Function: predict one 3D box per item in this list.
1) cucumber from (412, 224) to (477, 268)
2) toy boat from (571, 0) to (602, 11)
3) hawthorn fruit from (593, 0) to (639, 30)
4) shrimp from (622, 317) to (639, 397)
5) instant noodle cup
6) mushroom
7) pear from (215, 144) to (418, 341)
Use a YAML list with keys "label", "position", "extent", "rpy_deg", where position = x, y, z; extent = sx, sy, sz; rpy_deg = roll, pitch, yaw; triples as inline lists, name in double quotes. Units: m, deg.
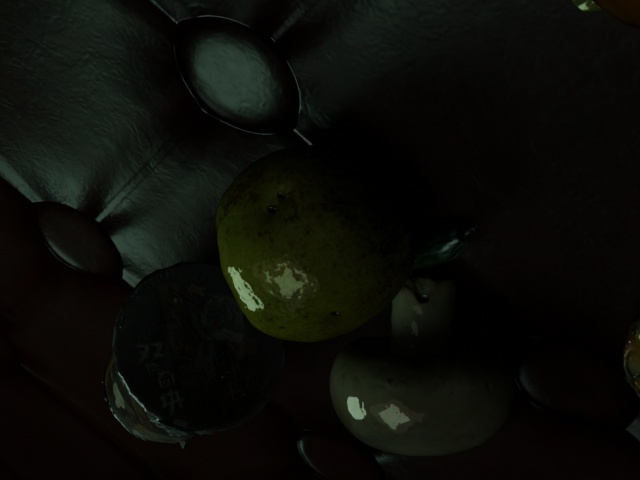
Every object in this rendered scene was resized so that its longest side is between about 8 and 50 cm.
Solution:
- label: "cucumber"
  position: [0.104, 0.010, 1.159]
  extent: [0.168, 0.039, 0.039]
  rpy_deg: [-12, 124, 48]
- label: "toy boat"
  position: [0.231, -0.222, 0.767]
  extent: [0.066, 0.065, 0.172]
  rpy_deg: [49, 144, 13]
- label: "hawthorn fruit"
  position: [0.218, -0.253, 0.570]
  extent: [0.298, 0.277, 0.277]
  rpy_deg: [50, 143, -2]
- label: "shrimp"
  position: [0.434, 0.167, 1.063]
  extent: [0.317, 0.062, 0.164]
  rpy_deg: [38, 142, -1]
- label: "instant noodle cup"
  position: [-0.178, 0.160, 1.425]
  extent: [0.217, 0.217, 0.207]
  rpy_deg: [37, 152, -5]
- label: "mushroom"
  position: [0.110, 0.131, 1.200]
  extent: [0.204, 0.204, 0.204]
  rpy_deg: [21, 143, 17]
- label: "pear"
  position: [0.000, 0.000, 1.105]
  extent: [0.197, 0.197, 0.197]
  rpy_deg: [21, 143, 17]
